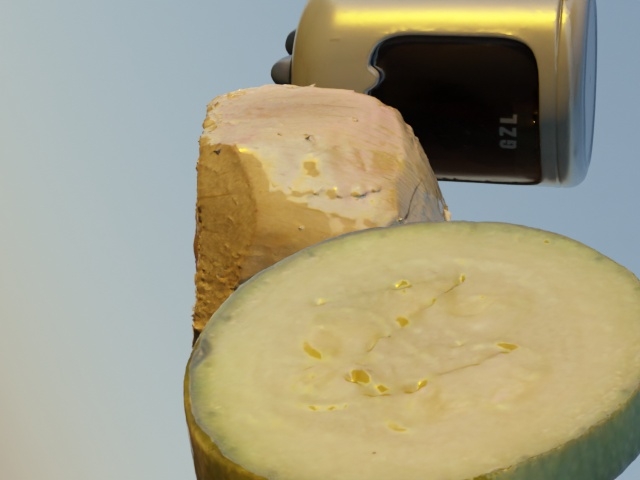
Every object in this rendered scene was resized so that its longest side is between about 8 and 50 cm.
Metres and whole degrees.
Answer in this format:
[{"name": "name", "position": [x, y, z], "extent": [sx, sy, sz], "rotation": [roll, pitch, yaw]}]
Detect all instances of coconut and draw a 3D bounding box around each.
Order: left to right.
[{"name": "coconut", "position": [0.000, 0.000, 1.745], "extent": [0.297, 0.255, 0.297], "rotation": [-179, -90, -87]}]

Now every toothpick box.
[{"name": "toothpick box", "position": [0.121, -0.187, 1.952], "extent": [0.263, 0.355, 0.263], "rotation": [2, 90, -78]}]

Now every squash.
[{"name": "squash", "position": [0.053, 0.069, 0.918], "extent": [0.252, 0.252, 0.048], "rotation": [-135, -150, -58]}]
